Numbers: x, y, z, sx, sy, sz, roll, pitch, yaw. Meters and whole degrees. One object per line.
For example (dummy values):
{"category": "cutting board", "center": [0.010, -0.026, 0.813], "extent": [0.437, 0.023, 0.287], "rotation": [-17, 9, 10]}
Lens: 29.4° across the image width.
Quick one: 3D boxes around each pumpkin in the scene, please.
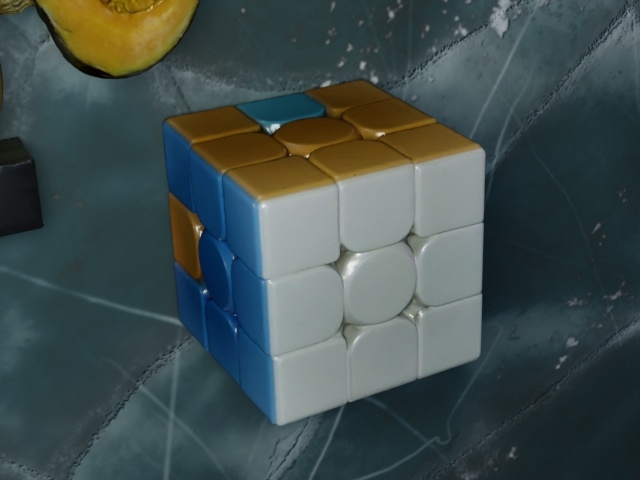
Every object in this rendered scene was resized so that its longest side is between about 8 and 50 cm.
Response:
{"category": "pumpkin", "center": [-0.268, -0.299, 1.280], "extent": [0.222, 0.139, 0.317], "rotation": [-42, 128, -9]}

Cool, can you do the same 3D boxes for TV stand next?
{"category": "TV stand", "center": [-0.449, -0.037, 1.334], "extent": [0.269, 0.083, 0.088], "rotation": [-13, 119, -22]}

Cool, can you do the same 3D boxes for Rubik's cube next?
{"category": "Rubik's cube", "center": [0.000, 0.000, 1.466], "extent": [0.291, 0.292, 0.290], "rotation": [-15, 118, -23]}

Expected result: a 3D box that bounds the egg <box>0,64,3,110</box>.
{"category": "egg", "center": [-0.448, -0.184, 1.162], "extent": [0.250, 0.250, 0.322], "rotation": [-52, 131, 2]}
